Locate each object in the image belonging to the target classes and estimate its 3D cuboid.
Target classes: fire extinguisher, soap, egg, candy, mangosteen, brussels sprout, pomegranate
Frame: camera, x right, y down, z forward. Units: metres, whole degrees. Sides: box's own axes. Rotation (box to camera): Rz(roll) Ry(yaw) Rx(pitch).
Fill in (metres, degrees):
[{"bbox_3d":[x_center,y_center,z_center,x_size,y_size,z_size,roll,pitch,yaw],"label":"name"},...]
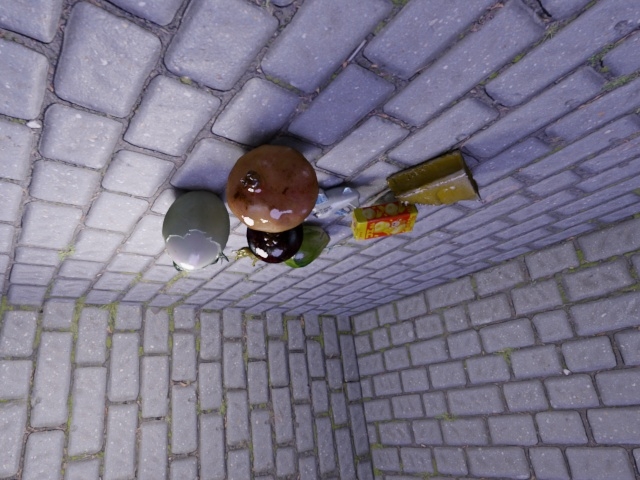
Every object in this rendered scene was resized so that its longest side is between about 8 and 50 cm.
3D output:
[{"bbox_3d":[-0.677,0.108,2.307,0.311,0.114,0.095,-13,-174,11],"label":"fire extinguisher"},{"bbox_3d":[0.503,-0.219,1.796,0.339,0.169,0.304,-19,145,27],"label":"soap"},{"bbox_3d":[-0.526,-0.034,1.721,0.279,0.336,0.278,-1,154,-1],"label":"egg"},{"bbox_3d":[0.282,-0.090,1.809,0.276,0.088,0.146,-11,148,-6],"label":"candy"},{"bbox_3d":[-0.212,-0.029,1.922,0.288,0.288,0.288,-6,158,-3],"label":"mangosteen"},{"bbox_3d":[-0.095,0.024,2.160,0.271,0.210,0.219,-29,132,-3],"label":"brussels sprout"},{"bbox_3d":[-0.182,-0.184,1.456,0.338,0.338,0.338,-6,158,-3],"label":"pomegranate"}]

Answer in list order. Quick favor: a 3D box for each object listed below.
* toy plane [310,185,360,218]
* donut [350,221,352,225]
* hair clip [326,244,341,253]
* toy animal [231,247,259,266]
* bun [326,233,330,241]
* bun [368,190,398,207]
[{"bbox_3d":[0.054,-0.172,1.835,0.267,0.122,0.267,-4,158,-1],"label":"toy plane"},{"bbox_3d":[0.245,-0.082,2.089,0.178,0.162,0.065,12,110,-26],"label":"donut"},{"bbox_3d":[0.081,0.052,2.494,0.115,0.039,0.030,-19,160,22],"label":"hair clip"},{"bbox_3d":[-0.416,0.075,2.378,0.181,0.073,0.136,25,136,-32],"label":"toy animal"},{"bbox_3d":[0.000,0.000,2.281,0.115,0.069,0.115,-26,-162,9],"label":"bun"},{"bbox_3d":[0.334,-0.142,1.963,0.239,0.141,0.239,-11,149,-7],"label":"bun"}]
